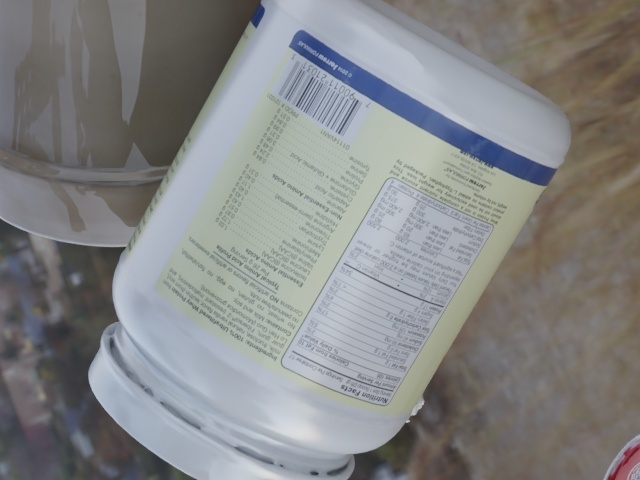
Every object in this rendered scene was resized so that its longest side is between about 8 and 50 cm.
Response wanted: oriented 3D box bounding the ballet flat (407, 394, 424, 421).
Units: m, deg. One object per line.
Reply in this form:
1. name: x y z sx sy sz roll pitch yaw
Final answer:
1. ballet flat: -0.021 0.101 1.437 0.241 0.077 0.091 20 121 7

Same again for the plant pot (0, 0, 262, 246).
1. plant pot: -0.152 -0.201 1.308 0.323 0.323 0.280 43 145 44

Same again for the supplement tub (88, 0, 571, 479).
1. supplement tub: 0.000 0.000 1.128 0.235 0.235 0.324 41 106 45

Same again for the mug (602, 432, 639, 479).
1. mug: 0.333 0.221 1.336 0.150 0.169 0.113 -55 12 22
